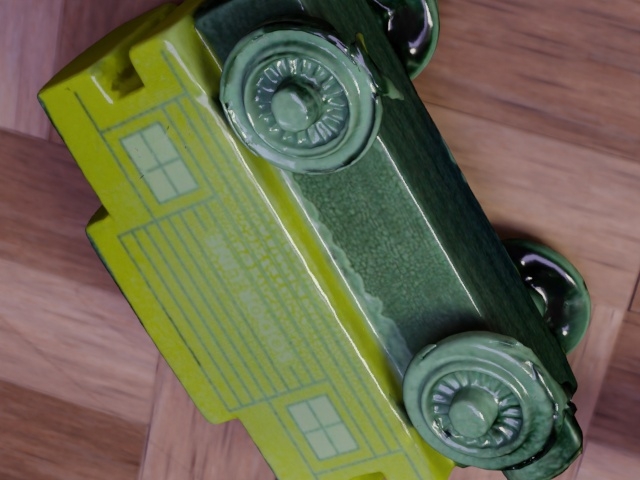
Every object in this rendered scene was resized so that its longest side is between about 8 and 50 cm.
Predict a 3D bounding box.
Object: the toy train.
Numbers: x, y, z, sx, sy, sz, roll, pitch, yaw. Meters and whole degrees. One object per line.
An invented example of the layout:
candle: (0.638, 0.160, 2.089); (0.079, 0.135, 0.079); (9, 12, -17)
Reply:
toy train: (0.000, 0.000, 1.118); (0.272, 0.179, 0.442); (-21, 109, 31)
